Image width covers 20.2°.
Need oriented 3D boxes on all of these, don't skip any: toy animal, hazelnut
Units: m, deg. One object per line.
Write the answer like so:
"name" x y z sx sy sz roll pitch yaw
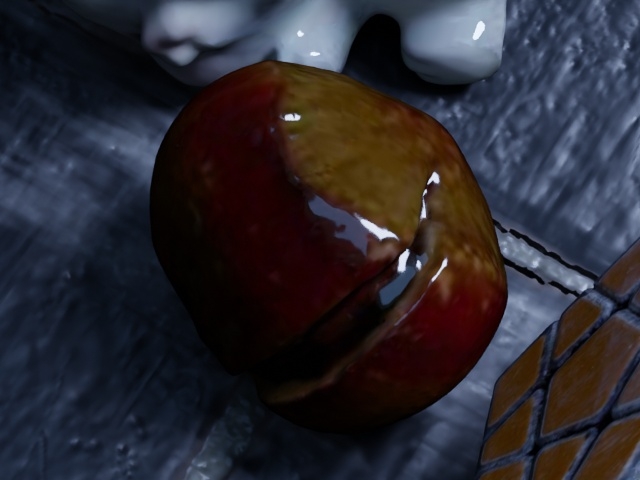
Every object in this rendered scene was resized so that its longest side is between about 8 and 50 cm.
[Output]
"toy animal" -0.056 -0.212 1.029 0.368 0.196 0.241 -6 62 -4
"hazelnut" 0.000 0.000 0.961 0.204 0.178 0.178 41 72 -14

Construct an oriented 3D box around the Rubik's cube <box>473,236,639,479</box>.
"Rubik's cube" 0.223 0.139 0.847 0.319 0.319 0.264 -20 43 -7
